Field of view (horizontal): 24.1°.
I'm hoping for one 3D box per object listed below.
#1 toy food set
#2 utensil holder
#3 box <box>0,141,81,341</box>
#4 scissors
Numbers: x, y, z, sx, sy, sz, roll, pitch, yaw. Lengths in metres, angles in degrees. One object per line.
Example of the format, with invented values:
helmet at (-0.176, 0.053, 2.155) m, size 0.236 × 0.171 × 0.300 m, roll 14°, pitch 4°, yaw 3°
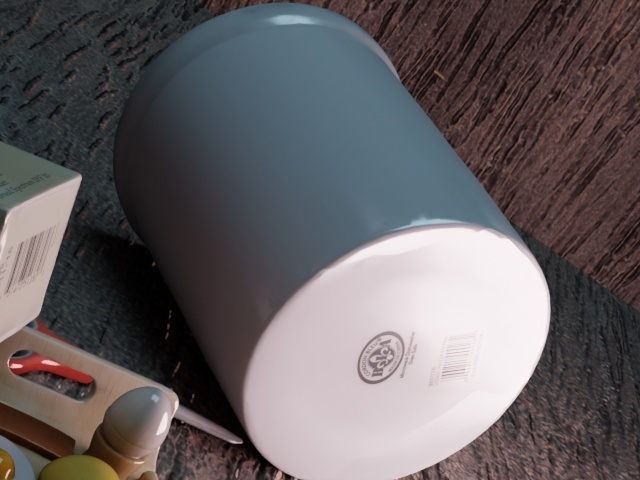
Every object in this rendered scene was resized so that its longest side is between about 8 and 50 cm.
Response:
toy food set at (-0.167, 0.165, 1.037) m, size 0.219 × 0.092 × 0.306 m, roll 28°, pitch 17°, yaw -28°
utensil holder at (0.000, 0.000, 1.460) m, size 0.327 × 0.328 × 0.385 m, roll 24°, pitch 22°, yaw -36°
box at (-0.347, -0.038, 1.060) m, size 0.311 × 0.121 × 0.148 m, roll 22°, pitch 16°, yaw 5°
scissors at (-0.195, 0.105, 1.285) m, size 0.297 × 0.021 × 0.109 m, roll 22°, pitch 19°, yaw -36°
